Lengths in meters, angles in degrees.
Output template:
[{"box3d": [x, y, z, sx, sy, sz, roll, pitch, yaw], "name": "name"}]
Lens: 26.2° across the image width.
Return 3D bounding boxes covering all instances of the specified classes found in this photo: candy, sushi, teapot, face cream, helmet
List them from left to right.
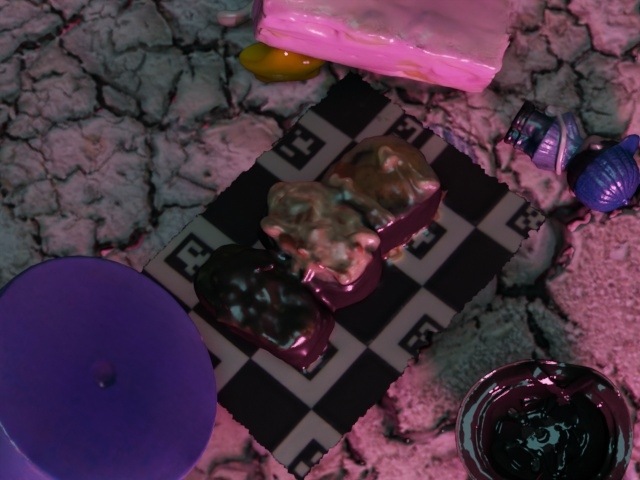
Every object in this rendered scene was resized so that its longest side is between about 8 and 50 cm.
[{"box3d": [-0.259, 0.170, 1.346, 0.249, 0.225, 0.249, 20, 52, -27], "name": "face cream"}, {"box3d": [-0.062, 0.133, 1.460, 0.111, 0.149, 0.108, 20, 67, -32], "name": "teapot"}, {"box3d": [0.000, 0.000, 1.382, 0.373, 0.100, 0.296, -44, 65, -12], "name": "sushi"}, {"box3d": [0.067, -0.258, 1.439, 0.265, 0.116, 0.155, 14, 74, -11], "name": "candy"}, {"box3d": [0.239, 0.200, 1.422, 0.177, 0.107, 0.153, 4, 87, 23], "name": "helmet"}]

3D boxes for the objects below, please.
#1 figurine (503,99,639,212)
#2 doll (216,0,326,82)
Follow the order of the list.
[{"box3d": [0.272, -0.094, 1.464, 0.149, 0.087, 0.086, 29, 124, 7], "name": "figurine"}, {"box3d": [-0.050, -0.232, 1.504, 0.135, 0.071, 0.113, 18, 77, 10], "name": "doll"}]
